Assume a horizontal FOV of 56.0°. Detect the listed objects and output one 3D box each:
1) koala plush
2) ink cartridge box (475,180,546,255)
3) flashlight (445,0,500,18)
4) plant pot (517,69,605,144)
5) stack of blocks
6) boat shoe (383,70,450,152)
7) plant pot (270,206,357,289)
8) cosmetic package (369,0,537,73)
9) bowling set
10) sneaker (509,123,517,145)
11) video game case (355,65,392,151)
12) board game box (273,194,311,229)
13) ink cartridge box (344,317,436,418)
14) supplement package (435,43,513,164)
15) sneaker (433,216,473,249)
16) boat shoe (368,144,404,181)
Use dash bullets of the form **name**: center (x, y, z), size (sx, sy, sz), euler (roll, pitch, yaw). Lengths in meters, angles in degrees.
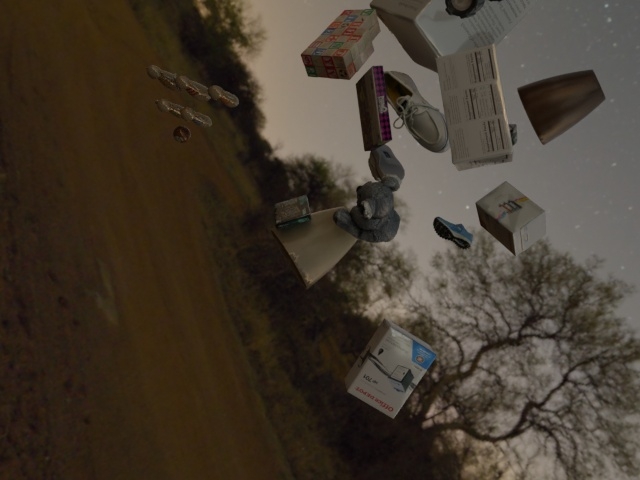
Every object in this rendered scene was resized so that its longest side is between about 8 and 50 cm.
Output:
- **koala plush**: center (0.175, -0.111, 1.910), size (0.203, 0.196, 0.221), euler (40, -25, 14)
- **ink cartridge box**: center (0.595, -0.068, 1.876), size (0.176, 0.127, 0.128), euler (52, -6, 40)
- **flashlight**: center (0.436, -0.666, 1.614), size (0.103, 0.304, 0.103), euler (25, -54, 27)
- **plant pot**: center (0.807, -0.464, 1.996), size (0.215, 0.231, 0.215), euler (42, 35, -38)
- **stack of blocks**: center (0.090, -0.664, 2.025), size (0.171, 0.297, 0.087), euler (14, -37, 33)
- **boat shoe**: center (0.304, -0.447, 2.042), size (0.157, 0.136, 0.367), euler (-1, 56, -47)
- **plant pot**: center (0.000, 0.000, 2.189), size (0.256, 0.274, 0.256), euler (58, -8, 13)
- **cosmetic package**: center (0.461, -0.838, 2.122), size (0.327, 0.393, 0.329), euler (38, 8, -37)
- **bowling set**: center (-0.410, -0.399, 1.827), size (0.287, 0.199, 0.154), euler (18, 2, 22)
- **sneaker**: center (0.594, -0.343, 2.115), size (0.235, 0.153, 0.094), euler (-55, 136, -44)
- **video game case**: center (0.167, -0.413, 1.912), size (0.210, 0.042, 0.231), euler (177, -95, -79)
- **board game box**: center (-0.099, -0.100, 2.102), size (0.186, 0.126, 0.026), euler (-102, 175, -65)
- **ink cartridge box**: center (0.167, 0.309, 1.456), size (0.140, 0.190, 0.082), euler (32, 4, -7)
- **supplement package**: center (0.388, -0.321, 1.504), size (0.204, 0.145, 0.261), euler (-3, 84, -73)
- **sneaker**: center (0.479, -0.035, 2.172), size (0.162, 0.073, 0.063), euler (36, -37, 2)
- **boat shoe**: center (0.213, -0.243, 2.058), size (0.267, 0.096, 0.088), euler (-109, -148, -52)
